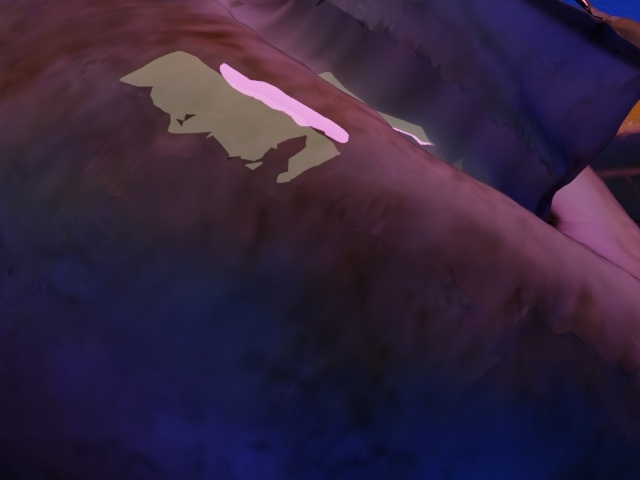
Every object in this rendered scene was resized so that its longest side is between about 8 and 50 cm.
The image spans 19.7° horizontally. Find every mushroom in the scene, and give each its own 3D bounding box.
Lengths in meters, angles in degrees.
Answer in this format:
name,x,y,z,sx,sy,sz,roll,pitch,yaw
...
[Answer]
name,x,y,z,sx,sy,sz,roll,pitch,yaw
mushroom,0.000,0.000,0.677,0.352,0.260,0.352,31,15,-9

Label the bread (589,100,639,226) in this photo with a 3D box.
name,x,y,z,sx,sy,sz,roll,pitch,yaw
bread,0.158,-0.051,1.329,0.245,0.102,0.094,-8,22,-22
